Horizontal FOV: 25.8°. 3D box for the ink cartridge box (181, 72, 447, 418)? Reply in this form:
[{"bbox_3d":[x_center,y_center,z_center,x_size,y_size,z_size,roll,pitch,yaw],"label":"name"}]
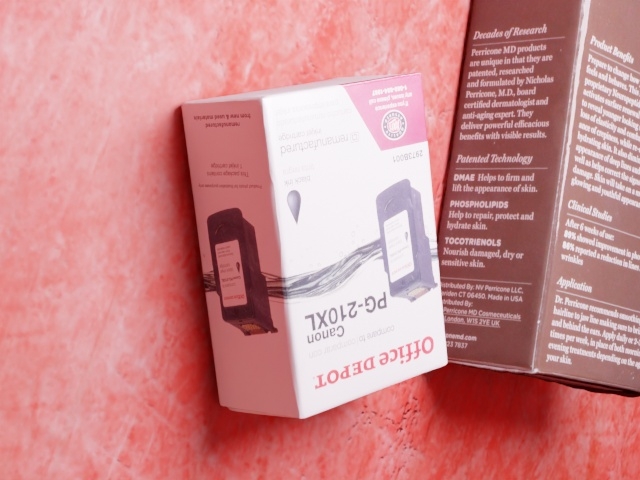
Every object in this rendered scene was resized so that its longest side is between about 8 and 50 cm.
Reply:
[{"bbox_3d":[0.000,0.000,1.069,0.172,0.100,0.237,-15,102,-43],"label":"ink cartridge box"}]

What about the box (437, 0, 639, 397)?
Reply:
[{"bbox_3d":[0.222,-0.062,1.261,0.191,0.143,0.382,15,83,-44],"label":"box"}]
